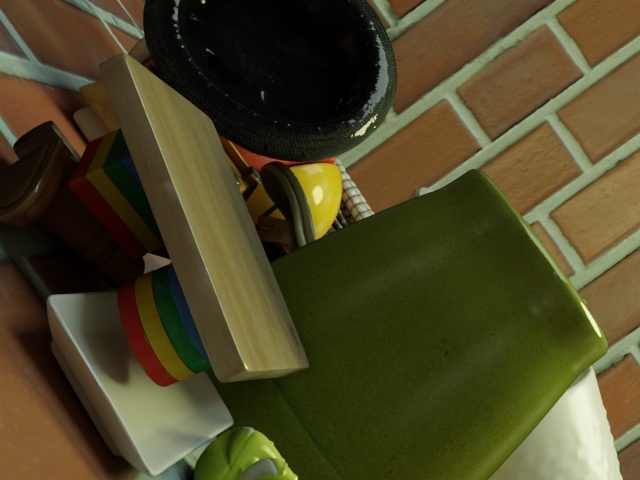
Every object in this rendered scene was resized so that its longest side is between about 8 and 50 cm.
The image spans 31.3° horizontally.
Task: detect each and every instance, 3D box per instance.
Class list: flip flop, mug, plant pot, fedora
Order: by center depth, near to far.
[{"bbox_3d":[0.094,0.116,1.207,0.366,0.353,0.366,53,5,-7],"label":"plant pot"},{"bbox_3d":[-0.073,-0.216,1.448,0.334,0.334,0.152,55,-27,16],"label":"fedora"},{"bbox_3d":[-0.043,0.010,1.459,0.112,0.080,0.277,79,-5,-56],"label":"flip flop"},{"bbox_3d":[0.234,0.351,1.492,0.374,0.276,0.328,-9,-82,67],"label":"mug"}]

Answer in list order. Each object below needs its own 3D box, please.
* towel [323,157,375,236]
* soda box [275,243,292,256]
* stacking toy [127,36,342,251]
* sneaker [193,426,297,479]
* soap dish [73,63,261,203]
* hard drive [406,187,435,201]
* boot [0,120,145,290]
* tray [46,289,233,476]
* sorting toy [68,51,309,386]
[{"bbox_3d":[0.000,0.000,1.974,0.235,0.121,0.284,58,-21,23],"label":"towel"},{"bbox_3d":[-0.035,0.108,1.522,0.263,0.092,0.083,57,6,25],"label":"soda box"},{"bbox_3d":[-0.074,-0.100,1.702,0.350,0.350,0.480,30,41,-77],"label":"stacking toy"},{"bbox_3d":[-0.026,0.232,0.849,0.126,0.091,0.240,53,5,-20],"label":"sneaker"},{"bbox_3d":[-0.186,-0.112,1.475,0.229,0.118,0.291,54,7,-1],"label":"soap dish"},{"bbox_3d":[0.096,0.099,1.589,0.040,0.307,0.203,8,51,-24],"label":"hard drive"},{"bbox_3d":[-0.205,-0.013,0.967,0.152,0.073,0.197,59,9,-20],"label":"boot"},{"bbox_3d":[-0.143,0.108,0.909,0.145,0.030,0.270,58,6,5],"label":"tray"},{"bbox_3d":[-0.118,0.005,0.957,0.255,0.089,0.257,31,37,-79],"label":"sorting toy"}]
